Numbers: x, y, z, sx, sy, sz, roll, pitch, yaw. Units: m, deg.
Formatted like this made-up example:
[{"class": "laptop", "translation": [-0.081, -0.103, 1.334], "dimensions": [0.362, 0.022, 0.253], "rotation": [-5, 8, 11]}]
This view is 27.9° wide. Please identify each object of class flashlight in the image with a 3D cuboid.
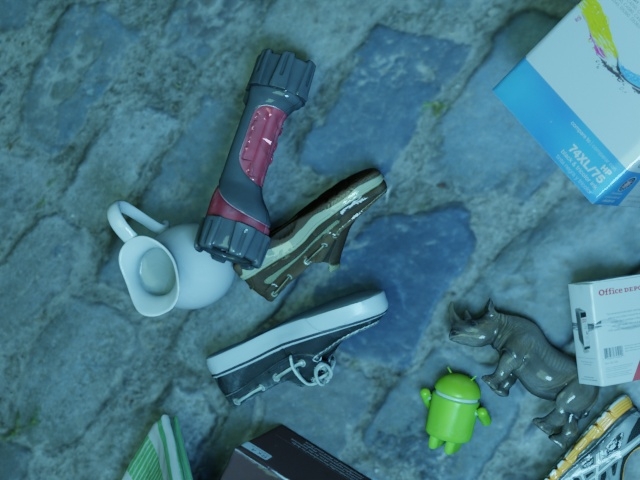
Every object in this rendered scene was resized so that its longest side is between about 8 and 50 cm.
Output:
[{"class": "flashlight", "translation": [-0.083, -0.115, 1.796], "dimensions": [0.103, 0.103, 0.304], "rotation": [22, 79, -13]}]

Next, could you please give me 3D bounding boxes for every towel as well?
[{"class": "towel", "translation": [-0.276, 0.446, 1.894], "dimensions": [0.325, 0.038, 0.248], "rotation": [-56, 33, 23]}]

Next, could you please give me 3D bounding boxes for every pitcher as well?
[{"class": "pitcher", "translation": [-0.215, 0.017, 1.843], "dimensions": [0.125, 0.207, 0.177], "rotation": [-32, 82, 20]}]

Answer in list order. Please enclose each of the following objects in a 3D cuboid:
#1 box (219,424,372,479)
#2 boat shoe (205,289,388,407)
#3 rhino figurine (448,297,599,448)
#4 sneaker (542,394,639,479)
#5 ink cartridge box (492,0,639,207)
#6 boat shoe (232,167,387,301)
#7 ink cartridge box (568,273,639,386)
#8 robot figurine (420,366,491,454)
[{"class": "box", "translation": [-0.061, 0.402, 1.830], "dimensions": [0.168, 0.167, 0.203], "rotation": [30, 103, 17]}, {"class": "boat shoe", "translation": [-0.024, 0.161, 1.832], "dimensions": [0.306, 0.113, 0.105], "rotation": [-25, 91, 23]}, {"class": "rhino figurine", "translation": [0.268, 0.162, 1.738], "dimensions": [0.243, 0.073, 0.106], "rotation": [41, 87, 15]}, {"class": "sneaker", "translation": [0.358, 0.306, 1.712], "dimensions": [0.083, 0.084, 0.215], "rotation": [41, 105, 9]}, {"class": "ink cartridge box", "translation": [0.397, -0.202, 1.576], "dimensions": [0.270, 0.198, 0.197], "rotation": [-46, 68, 23]}, {"class": "boat shoe", "translation": [0.001, -0.003, 1.832], "dimensions": [0.257, 0.095, 0.095], "rotation": [-34, 100, 21]}, {"class": "ink cartridge box", "translation": [0.383, 0.115, 1.677], "dimensions": [0.099, 0.056, 0.135], "rotation": [-6, 91, -23]}, {"class": "robot figurine", "translation": [0.183, 0.235, 1.780], "dimensions": [0.101, 0.067, 0.115], "rotation": [16, 99, 28]}]
